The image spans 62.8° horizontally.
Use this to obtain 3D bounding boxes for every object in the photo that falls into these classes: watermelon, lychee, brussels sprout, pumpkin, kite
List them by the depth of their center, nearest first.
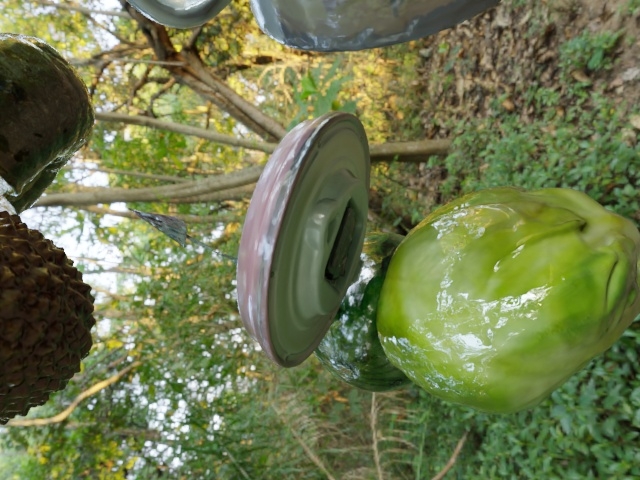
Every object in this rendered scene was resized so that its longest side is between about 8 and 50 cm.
[{"bbox_3d":[0.150,0.045,0.438,0.161,0.223,0.223,57,-171,-8],"label":"brussels sprout"},{"bbox_3d":[-0.398,0.088,0.611,0.267,0.267,0.268,6,-90,-88],"label":"lychee"},{"bbox_3d":[-0.176,-0.006,0.671,0.011,0.156,0.139,-66,9,-16],"label":"kite"},{"bbox_3d":[-0.467,-0.190,0.755,0.324,0.242,0.232,-12,46,55],"label":"pumpkin"},{"bbox_3d":[0.088,0.107,0.811,0.242,0.242,0.243,6,-90,-88],"label":"watermelon"}]

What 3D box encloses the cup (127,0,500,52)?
[{"bbox_3d":[-0.017,-0.268,0.313,0.227,0.301,0.257,57,176,45],"label":"cup"}]

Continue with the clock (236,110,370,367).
[{"bbox_3d":[0.001,0.001,0.500,0.244,0.056,0.245,15,-90,-69],"label":"clock"}]
